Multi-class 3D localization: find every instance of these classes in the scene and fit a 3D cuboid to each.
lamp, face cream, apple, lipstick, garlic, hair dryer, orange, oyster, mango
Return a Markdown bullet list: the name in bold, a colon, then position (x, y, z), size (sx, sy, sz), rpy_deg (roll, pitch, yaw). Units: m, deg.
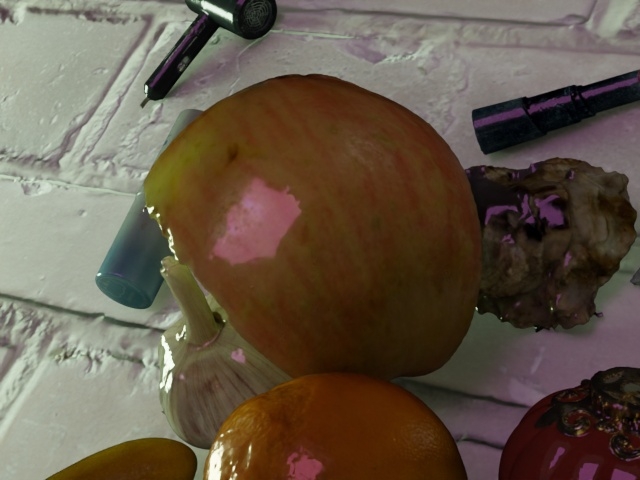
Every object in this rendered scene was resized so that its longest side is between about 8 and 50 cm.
- **lamp**: position (0.269, 0.222, 1.641), size (0.227, 0.227, 0.227), rpy_deg (-17, 47, 19)
- **face cream**: position (-0.187, -0.040, 2.235), size (0.077, 0.077, 0.250), rpy_deg (3, 55, 34)
- **apple**: position (0.000, 0.000, 1.884), size (0.314, 0.252, 0.309), rpy_deg (-20, 44, -18)
- **lipstick**: position (0.287, -0.149, 2.059), size (0.234, 0.053, 0.053), rpy_deg (-14, 48, 15)
- **garlic**: position (-0.107, 0.103, 1.962), size (0.199, 0.226, 0.199), rpy_deg (-18, 41, 17)
- **hair dryer**: position (-0.162, -0.255, 2.417), size (0.219, 0.071, 0.124), rpy_deg (-51, 45, -5)
- **orange**: position (0.017, 0.252, 1.730), size (0.261, 0.261, 0.261), rpy_deg (-17, 47, 19)
- **oyster**: position (0.169, -0.027, 1.964), size (0.337, 0.133, 0.198), rpy_deg (14, 59, 36)
- **mango**: position (-0.240, 0.294, 1.966), size (0.253, 0.113, 0.138), rpy_deg (-30, 31, -2)

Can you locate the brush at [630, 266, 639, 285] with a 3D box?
- **brush**: position (0.401, -0.026, 1.903), size (0.083, 0.011, 0.205), rpy_deg (17, 64, 41)
